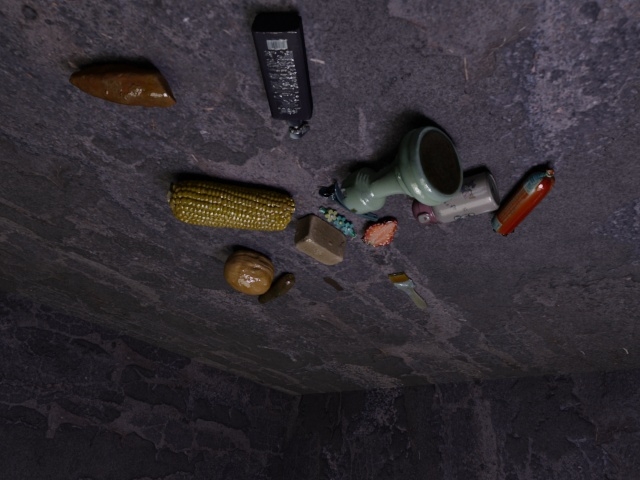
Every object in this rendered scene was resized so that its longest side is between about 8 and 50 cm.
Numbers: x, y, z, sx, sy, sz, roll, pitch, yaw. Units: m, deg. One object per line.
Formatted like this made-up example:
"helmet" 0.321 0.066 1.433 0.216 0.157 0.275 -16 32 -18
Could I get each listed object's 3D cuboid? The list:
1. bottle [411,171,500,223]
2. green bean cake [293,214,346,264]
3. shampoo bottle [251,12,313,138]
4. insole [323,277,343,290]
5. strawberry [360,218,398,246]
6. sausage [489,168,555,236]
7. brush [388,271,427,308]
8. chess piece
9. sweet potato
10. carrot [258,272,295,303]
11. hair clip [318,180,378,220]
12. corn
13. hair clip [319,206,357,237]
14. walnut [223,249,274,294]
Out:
"bottle" 0.372 -0.109 1.279 0.233 0.109 0.110 -16 142 32
"green bean cake" 0.000 0.000 1.533 0.179 0.109 0.085 31 141 -35
"shampoo bottle" -0.073 -0.344 1.012 0.098 0.071 0.309 2 149 6
"insole" 0.056 0.187 1.936 0.045 0.002 0.135 -12 144 29
"strawberry" 0.199 -0.030 1.509 0.104 0.048 0.152 31 128 -24
"sausage" 0.568 -0.111 1.267 0.083 0.083 0.264 10 148 -5
"brush" 0.379 0.217 1.904 0.085 0.020 0.336 -13 144 29
"chess piece" 0.193 -0.158 1.183 0.195 0.194 0.299 28 152 -32
"sweet potato" -0.456 -0.361 1.054 0.252 0.097 0.097 9 149 5
"carrot" -0.200 0.225 1.993 0.070 0.070 0.342 20 148 -21
"hair clip" 0.095 -0.112 1.409 0.070 0.039 0.230 -21 144 39
"corn" -0.273 -0.102 1.389 0.387 0.143 0.144 10 149 -4
"hair clip" 0.065 -0.061 1.491 0.049 0.049 0.173 -21 138 38
"walnut" -0.273 0.121 1.734 0.197 0.165 0.165 17 148 -22
